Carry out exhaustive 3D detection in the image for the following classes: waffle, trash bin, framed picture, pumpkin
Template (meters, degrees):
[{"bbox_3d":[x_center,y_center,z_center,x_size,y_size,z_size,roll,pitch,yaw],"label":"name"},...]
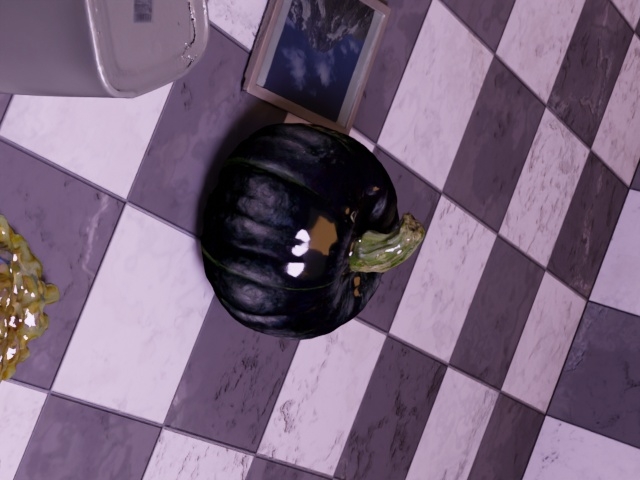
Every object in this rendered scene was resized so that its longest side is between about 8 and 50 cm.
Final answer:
[{"bbox_3d":[-0.381,0.090,1.717,0.223,0.054,0.204,-55,145,-25],"label":"waffle"},{"bbox_3d":[-0.260,-0.243,1.557,0.220,0.250,0.219,-33,125,-45],"label":"trash bin"},{"bbox_3d":[-0.003,-0.267,2.154,0.281,0.019,0.209,16,92,-58],"label":"framed picture"},{"bbox_3d":[0.000,0.000,2.052,0.296,0.296,0.296,-31,130,-47],"label":"pumpkin"}]
